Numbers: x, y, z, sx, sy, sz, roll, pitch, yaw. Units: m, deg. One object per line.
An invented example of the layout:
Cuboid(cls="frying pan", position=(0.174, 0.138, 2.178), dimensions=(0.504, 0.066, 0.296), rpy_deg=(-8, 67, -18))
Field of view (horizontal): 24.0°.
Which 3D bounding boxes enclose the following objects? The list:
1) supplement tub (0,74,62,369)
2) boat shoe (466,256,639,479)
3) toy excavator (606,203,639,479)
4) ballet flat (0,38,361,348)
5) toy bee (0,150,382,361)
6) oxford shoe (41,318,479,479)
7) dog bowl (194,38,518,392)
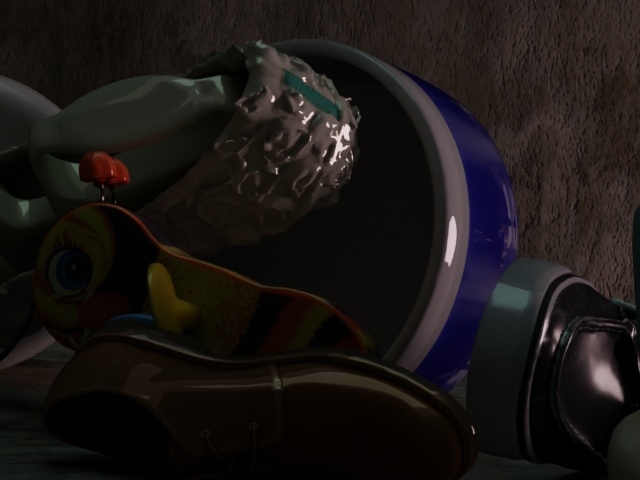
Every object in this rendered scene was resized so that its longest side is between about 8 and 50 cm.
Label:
Cuboid(cls="supplement tub", position=(-0.302, -0.013, 1.268), dimensions=(0.235, 0.235, 0.325), rpy_deg=(7, -2, -12))
Cuboid(cls="boat shoe", position=(0.168, 0.092, 0.843), dimensions=(0.105, 0.113, 0.306), rpy_deg=(12, -15, 27))
Cuboid(cls="toy excavator", position=(0.201, 0.058, 0.513), dimensions=(0.445, 0.222, 0.433), rpy_deg=(-8, 6, -26))
Cuboid(cls="ballet flat", position=(-0.174, -0.032, 0.982), dimensions=(0.409, 0.147, 0.147), rpy_deg=(-22, -11, 17))
Cuboid(cls="toy bee", position=(-0.099, 0.034, 0.851), dimensions=(0.298, 0.162, 0.195), rpy_deg=(8, -3, -12))
Cuboid(cls="oxford shoe", position=(-0.032, 0.094, 0.715), dimensions=(0.212, 0.076, 0.076), rpy_deg=(6, 26, 18))
Cuboid(cls="dog bowl", position=(0.000, 0.000, 1.048), dimensions=(0.265, 0.265, 0.104), rpy_deg=(5, -5, 36))
